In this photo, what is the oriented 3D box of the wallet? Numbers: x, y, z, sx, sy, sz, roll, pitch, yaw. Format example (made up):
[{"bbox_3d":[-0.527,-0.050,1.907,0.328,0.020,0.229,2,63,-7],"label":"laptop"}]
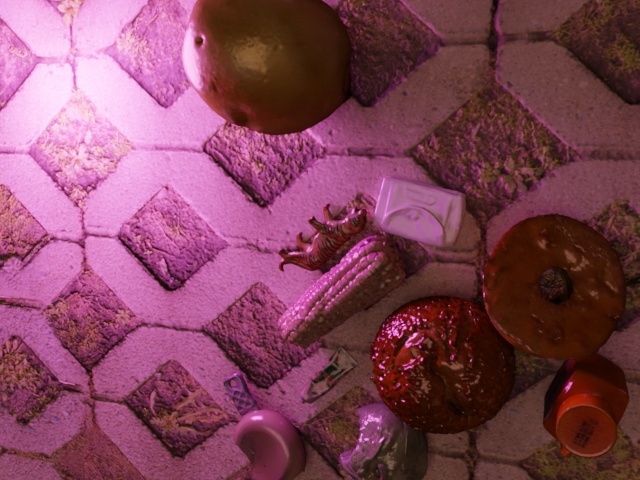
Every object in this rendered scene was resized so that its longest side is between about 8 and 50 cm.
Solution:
[{"bbox_3d":[0.206,-0.059,1.431,0.182,0.032,0.124,16,103,17],"label":"wallet"}]

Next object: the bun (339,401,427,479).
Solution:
[{"bbox_3d":[0.132,0.468,1.505,0.203,0.126,0.213,-9,96,19],"label":"bun"}]

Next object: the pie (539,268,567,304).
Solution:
[{"bbox_3d":[0.454,0.095,1.379,0.085,0.017,0.085,4,103,18],"label":"pie"}]

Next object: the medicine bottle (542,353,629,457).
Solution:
[{"bbox_3d":[0.499,0.312,1.293,0.112,0.222,0.150,28,108,12],"label":"medicine bottle"}]

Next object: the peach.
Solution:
[{"bbox_3d":[-0.099,-0.364,1.345,0.315,0.314,0.282,11,71,18],"label":"peach"}]

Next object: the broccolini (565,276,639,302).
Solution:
[{"bbox_3d":[0.581,0.088,1.322,0.218,0.042,0.044,-20,92,23],"label":"broccolini"}]

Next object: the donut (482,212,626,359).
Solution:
[{"bbox_3d":[0.431,0.095,1.289,0.277,0.108,0.278,0,71,0],"label":"donut"}]

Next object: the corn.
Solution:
[{"bbox_3d":[0.037,0.115,1.477,0.335,0.126,0.127,-38,86,23],"label":"corn"}]

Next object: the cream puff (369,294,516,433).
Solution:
[{"bbox_3d":[0.242,0.255,1.380,0.302,0.212,0.303,3,99,17],"label":"cream puff"}]

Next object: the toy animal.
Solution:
[{"bbox_3d":[0.000,0.000,1.499,0.099,0.057,0.241,46,110,6],"label":"toy animal"}]

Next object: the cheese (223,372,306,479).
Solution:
[{"bbox_3d":[-0.147,0.447,1.625,0.163,0.082,0.287,-33,86,21],"label":"cheese"}]

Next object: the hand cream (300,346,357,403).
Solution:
[{"bbox_3d":[0.012,0.318,1.572,0.057,0.037,0.165,45,105,6],"label":"hand cream"}]
